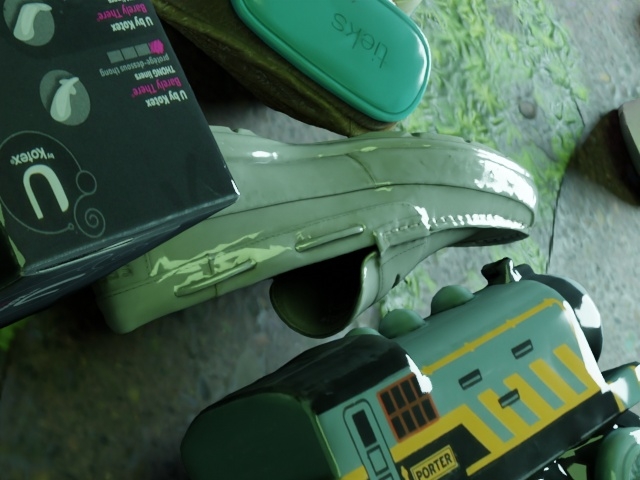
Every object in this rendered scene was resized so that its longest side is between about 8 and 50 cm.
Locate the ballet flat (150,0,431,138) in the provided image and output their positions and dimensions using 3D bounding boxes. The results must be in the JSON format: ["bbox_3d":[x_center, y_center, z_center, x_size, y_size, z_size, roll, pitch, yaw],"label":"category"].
[{"bbox_3d":[-0.079,-0.167,1.007,0.342,0.124,0.116,36,69,-39],"label":"ballet flat"}]

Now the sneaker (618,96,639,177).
[{"bbox_3d":[0.353,-0.096,1.394,0.297,0.129,0.111,-19,81,-49],"label":"sneaker"}]

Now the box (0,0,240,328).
[{"bbox_3d":[-0.185,-0.096,0.839,0.143,0.165,0.270,-22,86,-48],"label":"box"}]

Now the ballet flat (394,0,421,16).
[{"bbox_3d":[-0.035,-0.196,1.101,0.248,0.086,0.086,31,51,-29],"label":"ballet flat"}]

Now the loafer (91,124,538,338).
[{"bbox_3d":[0.000,0.000,1.023,0.319,0.112,0.111,-2,78,-38],"label":"loafer"}]

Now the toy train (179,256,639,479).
[{"bbox_3d":[0.072,0.126,0.988,0.334,0.142,0.190,-23,91,-48],"label":"toy train"}]
